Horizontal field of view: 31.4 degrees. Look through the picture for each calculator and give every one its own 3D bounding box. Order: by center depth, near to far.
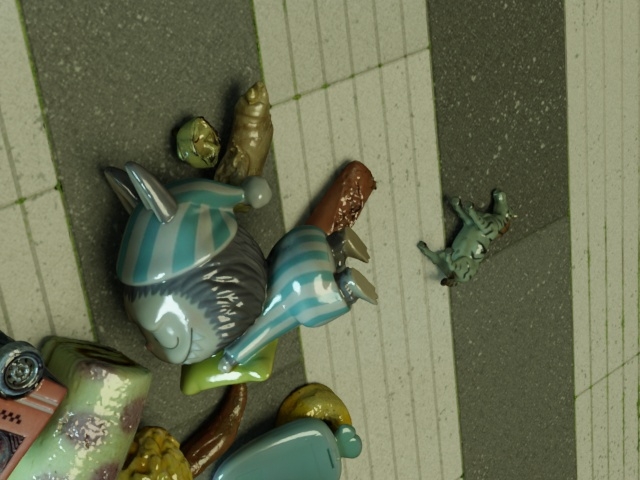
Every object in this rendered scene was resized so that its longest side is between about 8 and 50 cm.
[{"bbox_3d":[-0.059,0.423,2.109,0.299,0.041,0.185,-20,119,-12],"label":"calculator"}]

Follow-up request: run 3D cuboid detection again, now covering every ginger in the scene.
[{"bbox_3d":[-0.122,-0.151,1.878,0.137,0.074,0.213,36,63,-85],"label":"ginger"}]

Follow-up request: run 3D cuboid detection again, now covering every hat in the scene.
[{"bbox_3d":[-0.202,-0.154,1.824,0.077,0.059,0.076,51,35,-50],"label":"hat"}]

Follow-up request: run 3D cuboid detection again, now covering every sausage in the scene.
[{"bbox_3d":[0.000,-0.001,2.048,0.326,0.079,0.087,-58,159,-11],"label":"sausage"}]

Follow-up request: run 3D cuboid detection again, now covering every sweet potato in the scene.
[{"bbox_3d":[-0.195,0.346,2.009,0.078,0.058,0.255,46,68,-20],"label":"sweet potato"}]

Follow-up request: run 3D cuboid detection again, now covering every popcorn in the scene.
[{"bbox_3d":[-0.300,0.389,1.864,0.180,0.180,0.170,-45,140,-21],"label":"popcorn"}]

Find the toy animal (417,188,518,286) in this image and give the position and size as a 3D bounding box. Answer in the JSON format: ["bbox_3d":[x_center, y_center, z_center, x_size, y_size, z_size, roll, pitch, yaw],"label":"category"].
[{"bbox_3d":[0.309,-0.023,2.317,0.255,0.090,0.170,-44,133,-19],"label":"toy animal"}]

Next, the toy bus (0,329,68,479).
[{"bbox_3d":[-0.568,0.168,1.509,0.427,0.203,0.233,33,87,-46],"label":"toy bus"}]

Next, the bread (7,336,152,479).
[{"bbox_3d":[-0.388,0.325,1.736,0.155,0.187,0.338,21,89,-38],"label":"bread"}]

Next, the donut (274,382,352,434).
[{"bbox_3d":[-0.008,0.363,2.175,0.162,0.065,0.178,-41,127,-22],"label":"donut"}]

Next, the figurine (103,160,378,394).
[{"bbox_3d":[-0.160,0.018,1.723,0.361,0.266,0.377,-26,132,14],"label":"figurine"}]
